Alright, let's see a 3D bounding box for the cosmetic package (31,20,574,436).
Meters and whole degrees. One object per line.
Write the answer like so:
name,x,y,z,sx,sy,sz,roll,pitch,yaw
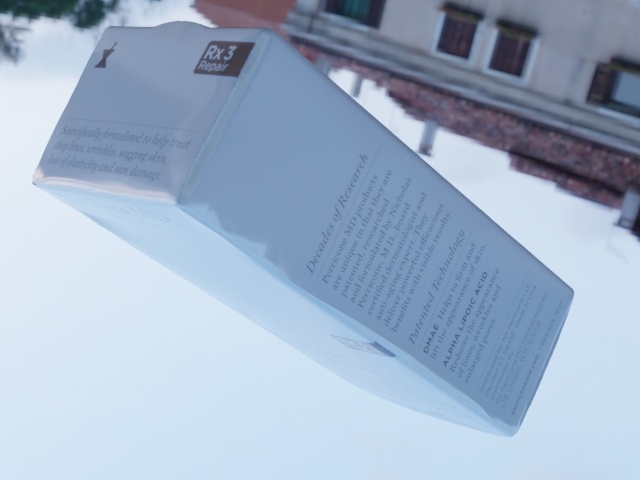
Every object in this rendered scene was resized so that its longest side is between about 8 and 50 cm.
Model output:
cosmetic package,0.000,0.000,0.571,0.231,0.085,0.117,34,165,-38
